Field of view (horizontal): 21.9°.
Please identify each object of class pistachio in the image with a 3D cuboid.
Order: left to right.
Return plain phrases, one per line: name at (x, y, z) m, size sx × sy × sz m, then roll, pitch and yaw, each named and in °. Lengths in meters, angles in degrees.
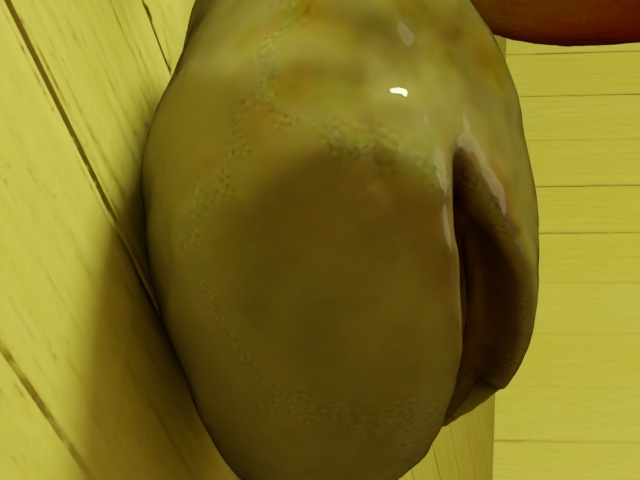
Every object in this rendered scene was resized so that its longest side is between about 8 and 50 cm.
pistachio at (0.000, 0.000, 0.704) m, size 0.166 × 0.197 × 0.288 m, roll -31°, pitch 148°, yaw -27°

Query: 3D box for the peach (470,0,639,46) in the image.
peach at (0.116, -0.235, 0.932) m, size 0.380 × 0.306 × 0.242 m, roll -7°, pitch 105°, yaw -61°
